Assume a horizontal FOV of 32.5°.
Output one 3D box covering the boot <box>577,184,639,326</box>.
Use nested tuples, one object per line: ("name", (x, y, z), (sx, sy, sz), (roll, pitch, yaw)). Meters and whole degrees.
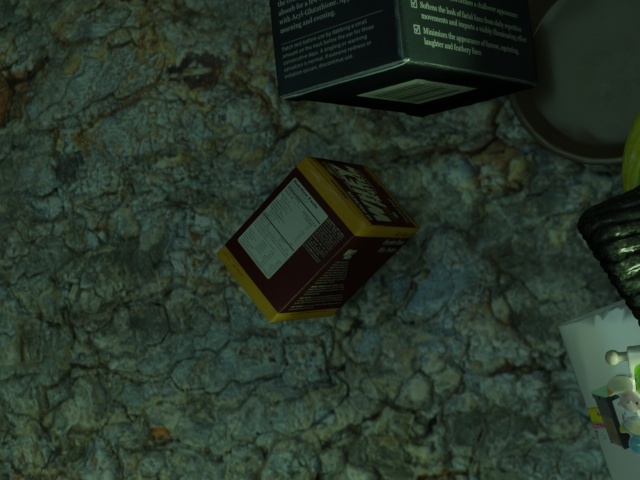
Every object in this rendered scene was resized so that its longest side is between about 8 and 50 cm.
("boot", (0.464, 0.048, 1.147), (0.260, 0.131, 0.348), (-36, 71, 2))

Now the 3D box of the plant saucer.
("plant saucer", (0.378, -0.235, 1.436), (0.278, 0.041, 0.277), (-1, 88, 27))

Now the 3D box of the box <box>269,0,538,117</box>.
("box", (0.098, -0.380, 1.418), (0.212, 0.293, 0.395), (-9, 84, 42))

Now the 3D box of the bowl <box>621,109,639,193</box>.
("bowl", (0.472, -0.112, 1.301), (0.289, 0.289, 0.156), (-55, 25, 15))

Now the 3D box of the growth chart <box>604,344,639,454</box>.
("growth chart", (0.406, 0.207, 1.158), (0.172, 0.021, 0.237), (-18, 101, 28))

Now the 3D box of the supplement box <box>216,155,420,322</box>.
("supplement box", (0.000, 0.000, 1.538), (0.194, 0.191, 0.129), (-46, 70, 19))

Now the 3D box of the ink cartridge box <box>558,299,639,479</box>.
("ink cartridge box", (0.405, 0.207, 1.320), (0.117, 0.201, 0.278), (-22, 79, 25))
